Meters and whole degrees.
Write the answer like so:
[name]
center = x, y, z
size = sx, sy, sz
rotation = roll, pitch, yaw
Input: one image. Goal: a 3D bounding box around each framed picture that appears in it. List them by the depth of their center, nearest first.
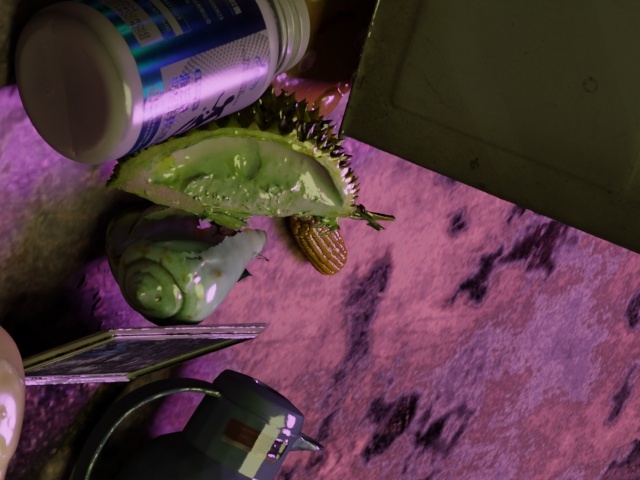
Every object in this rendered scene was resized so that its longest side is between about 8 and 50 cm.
[framed picture]
center = -0.145, 0.084, 1.400
size = 0.183, 0.142, 0.011
rotation = 2, 71, -57

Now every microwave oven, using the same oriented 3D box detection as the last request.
[microwave oven]
center = 0.235, -0.226, 1.421
size = 0.247, 0.333, 0.394
rotation = -29, 139, -63

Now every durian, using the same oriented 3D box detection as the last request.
[durian]
center = -0.041, -0.058, 1.381
size = 0.215, 0.086, 0.100
rotation = 8, 117, -12

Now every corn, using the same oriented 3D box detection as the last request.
[corn]
center = 0.000, 0.000, 1.611
size = 0.037, 0.037, 0.092
rotation = -51, 153, -12

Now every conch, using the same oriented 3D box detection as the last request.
[conch]
center = -0.100, 0.005, 1.424
size = 0.079, 0.106, 0.170
rotation = -37, 178, 29

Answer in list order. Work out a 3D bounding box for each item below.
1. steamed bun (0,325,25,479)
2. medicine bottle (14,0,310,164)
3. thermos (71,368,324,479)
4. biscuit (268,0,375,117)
[steamed bun]
center = -0.313, 0.124, 1.141
size = 0.232, 0.166, 0.273
rotation = 21, 94, -47
[medicine bottle]
center = -0.099, -0.125, 1.277
size = 0.191, 0.107, 0.107
rotation = -26, 137, -43
[thermos]
center = -0.128, 0.233, 1.549
size = 0.182, 0.145, 0.286
rotation = 29, 91, -26
[biscuit]
center = 0.006, -0.196, 1.440
size = 0.184, 0.035, 0.249
rotation = -26, 138, -43
